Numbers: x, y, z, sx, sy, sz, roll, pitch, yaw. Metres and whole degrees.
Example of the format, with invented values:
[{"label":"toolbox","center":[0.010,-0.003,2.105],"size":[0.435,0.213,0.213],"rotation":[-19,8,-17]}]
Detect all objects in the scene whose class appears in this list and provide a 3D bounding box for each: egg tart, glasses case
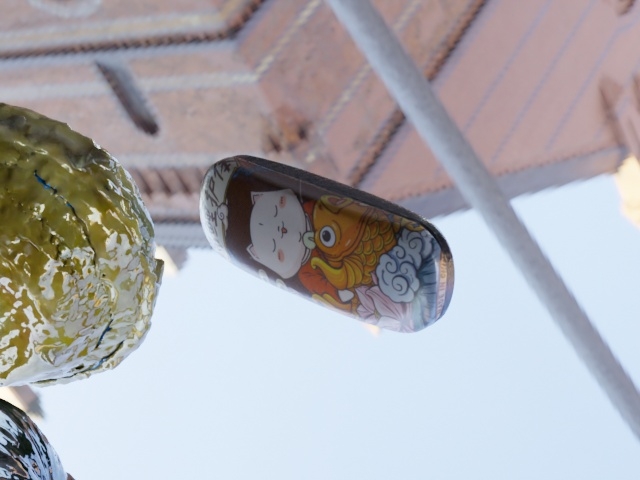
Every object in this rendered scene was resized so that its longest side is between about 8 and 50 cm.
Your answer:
[{"label":"egg tart","center":[-0.356,0.029,1.547],"size":[0.388,0.388,0.169],"rotation":[-16,-149,22]},{"label":"glasses case","center":[0.000,0.000,1.511],"size":[0.321,0.122,0.082],"rotation":[21,-147,33]}]

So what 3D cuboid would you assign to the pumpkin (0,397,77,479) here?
[{"label":"pumpkin","center":[-0.273,0.259,1.113],"size":[0.207,0.300,0.300],"rotation":[-28,-148,-5]}]
